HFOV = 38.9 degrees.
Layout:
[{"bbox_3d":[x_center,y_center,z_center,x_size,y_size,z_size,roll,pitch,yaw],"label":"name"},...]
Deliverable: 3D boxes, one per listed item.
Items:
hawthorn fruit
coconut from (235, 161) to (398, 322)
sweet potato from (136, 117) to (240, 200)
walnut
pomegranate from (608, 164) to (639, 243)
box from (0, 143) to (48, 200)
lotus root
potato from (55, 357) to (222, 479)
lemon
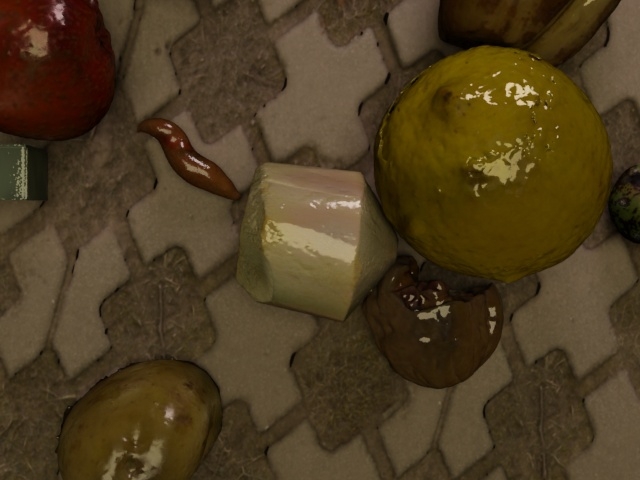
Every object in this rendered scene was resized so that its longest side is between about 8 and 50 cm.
[{"bbox_3d":[-0.449,-0.289,1.357,0.299,0.275,0.276,8,91,-3],"label":"hawthorn fruit"},{"bbox_3d":[0.000,0.000,1.412,0.244,0.239,0.239,11,91,0],"label":"coconut"},{"bbox_3d":[-0.213,-0.129,1.482,0.202,0.058,0.055,43,110,-5],"label":"sweet potato"},{"bbox_3d":[0.181,0.146,1.474,0.238,0.141,0.204,18,95,-1],"label":"walnut"},{"bbox_3d":[0.557,-0.062,1.485,0.163,0.125,0.138,-15,87,41],"label":"pomegranate"},{"bbox_3d":[-0.557,-0.106,1.425,0.225,0.129,0.086,0,92,-4],"label":"box"},{"bbox_3d":[0.322,-0.383,1.396,0.316,0.316,0.250,25,106,-4],"label":"lotus root"},{"bbox_3d":[-0.287,0.321,1.418,0.285,0.242,0.243,-15,93,-5],"label":"potato"},{"bbox_3d":[0.260,-0.105,1.368,0.350,0.350,0.387,-50,137,-1],"label":"lemon"}]
